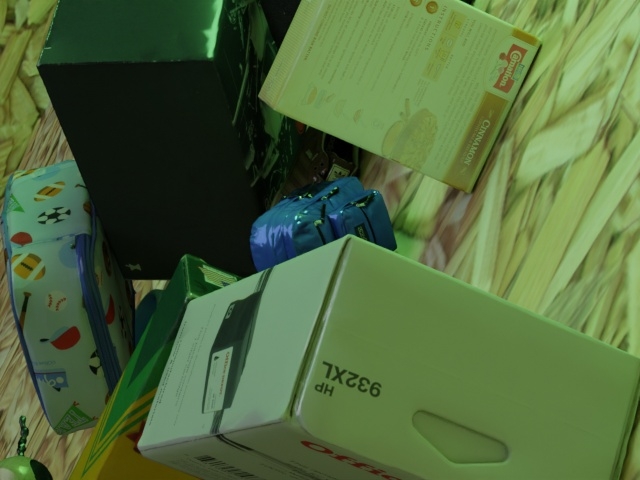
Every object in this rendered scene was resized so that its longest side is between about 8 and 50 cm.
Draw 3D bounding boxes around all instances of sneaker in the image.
[{"bbox_3d":[-0.002,-0.052,1.870,0.071,0.066,0.188,-36,36,58],"label":"sneaker"}]

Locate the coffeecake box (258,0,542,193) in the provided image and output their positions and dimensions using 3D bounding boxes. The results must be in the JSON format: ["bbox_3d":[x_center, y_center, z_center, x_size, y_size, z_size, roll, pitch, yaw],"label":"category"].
[{"bbox_3d":[0.065,-0.141,1.572,0.142,0.185,0.068,-65,17,7],"label":"coffeecake box"}]

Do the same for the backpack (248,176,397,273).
[{"bbox_3d":[0.000,0.000,1.675,0.101,0.098,0.120,-15,10,41],"label":"backpack"}]

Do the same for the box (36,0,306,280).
[{"bbox_3d":[-0.133,-0.179,1.967,0.343,0.179,0.312,74,-160,-51],"label":"box"}]

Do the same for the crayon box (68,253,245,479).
[{"bbox_3d":[-0.089,0.191,1.607,0.318,0.202,0.081,-62,18,21],"label":"crayon box"}]

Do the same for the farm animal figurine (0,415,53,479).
[{"bbox_3d":[-0.255,0.385,1.786,0.172,0.330,0.327,0,48,29],"label":"farm animal figurine"}]

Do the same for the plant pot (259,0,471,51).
[{"bbox_3d":[0.044,-0.257,1.786,0.188,0.187,0.167,-20,69,59],"label":"plant pot"}]

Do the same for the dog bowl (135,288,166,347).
[{"bbox_3d":[-0.182,0.172,2.123,0.166,0.074,0.297,-55,22,35],"label":"dog bowl"}]

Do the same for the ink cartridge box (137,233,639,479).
[{"bbox_3d":[0.038,0.113,1.279,0.307,0.223,0.129,-23,47,66],"label":"ink cartridge box"}]

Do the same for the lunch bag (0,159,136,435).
[{"bbox_3d":[-0.262,0.058,2.065,0.303,0.115,0.243,-100,-4,-63],"label":"lunch bag"}]
